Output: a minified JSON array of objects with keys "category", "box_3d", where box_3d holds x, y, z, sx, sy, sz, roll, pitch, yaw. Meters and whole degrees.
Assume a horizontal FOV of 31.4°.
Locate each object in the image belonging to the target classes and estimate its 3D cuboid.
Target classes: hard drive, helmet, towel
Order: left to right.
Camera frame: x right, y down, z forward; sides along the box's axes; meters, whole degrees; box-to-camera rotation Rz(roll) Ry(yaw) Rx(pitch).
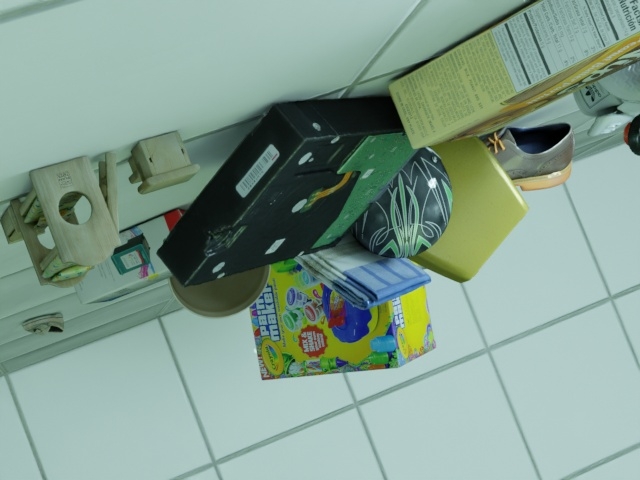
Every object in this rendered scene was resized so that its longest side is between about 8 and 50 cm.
[{"category":"hard drive","box_3d":[-0.015,-0.067,1.333,0.237,0.064,0.339,-48,162,28]},{"category":"towel","box_3d":[0.000,0.000,1.582,0.209,0.285,0.034,-16,136,-62]},{"category":"helmet","box_3d":[0.104,-0.059,1.558,0.169,0.169,0.161,-22,-164,1]}]

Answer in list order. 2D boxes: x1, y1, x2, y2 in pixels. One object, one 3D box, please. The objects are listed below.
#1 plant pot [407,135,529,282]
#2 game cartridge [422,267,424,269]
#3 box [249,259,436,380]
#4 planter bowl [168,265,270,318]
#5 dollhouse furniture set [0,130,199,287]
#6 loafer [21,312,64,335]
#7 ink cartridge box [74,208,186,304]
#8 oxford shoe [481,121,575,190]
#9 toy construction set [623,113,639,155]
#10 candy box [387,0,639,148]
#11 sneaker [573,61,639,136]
[{"category":"plant pot","box_3d":[0.197,-0.047,1.757,0.212,0.187,0.212,-50,177,-2]},{"category":"game cartridge","box_3d":[0.264,-0.045,2.573,0.297,0.198,0.062,-20,175,-25]},{"category":"box","box_3d":[0.028,0.083,2.046,0.279,0.290,0.177,-10,-178,28]},{"category":"planter bowl","box_3d":[-0.169,0.030,1.802,0.162,0.162,0.109,-21,-159,-8]},{"category":"dollhouse furniture set","box_3d":[-0.218,-0.019,1.153,0.161,0.101,0.182,-19,175,-27]},{"category":"loafer","box_3d":[-0.558,0.174,2.312,0.045,0.039,0.125,-22,176,19]},{"category":"ink cartridge box","box_3d":[-0.237,0.016,1.656,0.231,0.078,0.134,-22,176,6]},{"category":"oxford shoe","box_3d":[0.315,-0.159,2.192,0.363,0.130,0.133,-14,142,-11]},{"category":"toy construction set","box_3d":[0.462,-0.134,1.291,0.151,0.328,0.215,-6,154,44]},{"category":"candy box","box_3d":[0.252,-0.204,1.241,0.316,0.088,0.183,-26,175,41]},{"category":"sneaker","box_3d":[0.396,-0.214,1.486,0.210,0.137,0.366,-29,175,41]}]
